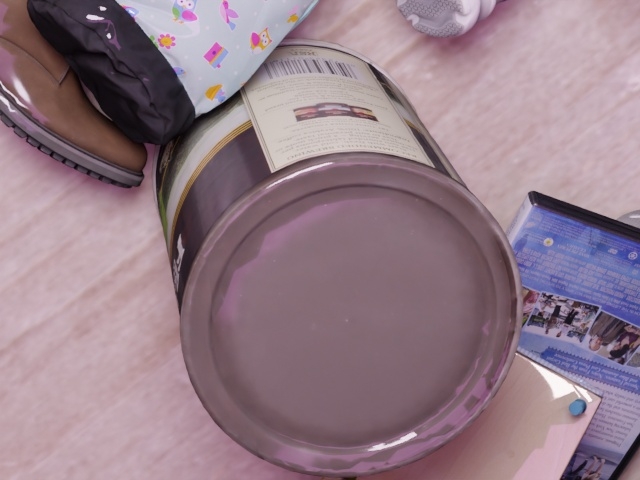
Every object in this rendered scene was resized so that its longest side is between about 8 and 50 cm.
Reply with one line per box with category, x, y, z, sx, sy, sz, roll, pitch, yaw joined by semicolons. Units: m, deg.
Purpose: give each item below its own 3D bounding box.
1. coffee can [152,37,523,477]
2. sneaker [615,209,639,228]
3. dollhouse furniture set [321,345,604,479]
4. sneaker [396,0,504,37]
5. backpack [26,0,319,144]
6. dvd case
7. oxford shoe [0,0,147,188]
coffee can;0.000;0.000;1.173;0.201;0.275;0.202;-3;111;-8
sneaker;0.285;0.014;1.346;0.152;0.054;0.061;9;112;-13
dollhouse furniture set;0.186;0.142;1.328;0.303;0.198;0.286;27;97;14
sneaker;0.070;-0.281;1.192;0.115;0.105;0.281;-29;113;-34
backpack;-0.080;-0.162;1.164;0.182;0.115;0.152;-47;133;-16
dvd case;0.178;0.094;1.346;0.180;0.022;0.253;18;119;-16
oxford shoe;-0.188;-0.122;1.202;0.096;0.083;0.227;-47;114;1
